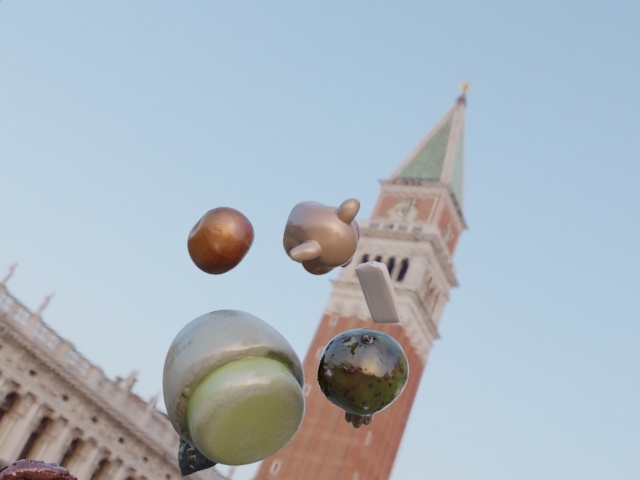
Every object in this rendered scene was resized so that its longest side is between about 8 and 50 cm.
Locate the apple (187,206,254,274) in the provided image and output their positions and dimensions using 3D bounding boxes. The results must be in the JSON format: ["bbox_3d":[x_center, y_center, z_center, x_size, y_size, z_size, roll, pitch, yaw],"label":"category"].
[{"bbox_3d":[-0.280,-0.006,2.368,0.162,0.201,0.201,43,-33,-22],"label":"apple"}]

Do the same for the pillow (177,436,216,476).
[{"bbox_3d":[-0.301,0.462,2.202,0.189,0.255,0.034,-28,-36,33],"label":"pillow"}]

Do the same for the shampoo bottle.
[{"bbox_3d":[-0.203,0.328,1.972,0.322,0.322,0.317,51,0,-42],"label":"shampoo bottle"}]

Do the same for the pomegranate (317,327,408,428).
[{"bbox_3d":[0.088,0.299,1.828,0.202,0.202,0.247,13,-57,18],"label":"pomegranate"}]

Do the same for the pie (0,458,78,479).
[{"bbox_3d":[-0.567,0.514,1.656,0.204,0.218,0.054,39,6,-39],"label":"pie"}]

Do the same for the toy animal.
[{"bbox_3d":[0.000,-0.012,1.783,0.154,0.166,0.250,29,-6,-13],"label":"toy animal"}]

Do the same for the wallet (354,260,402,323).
[{"bbox_3d":[0.157,0.141,2.305,0.095,0.033,0.189,-4,-66,32],"label":"wallet"}]
